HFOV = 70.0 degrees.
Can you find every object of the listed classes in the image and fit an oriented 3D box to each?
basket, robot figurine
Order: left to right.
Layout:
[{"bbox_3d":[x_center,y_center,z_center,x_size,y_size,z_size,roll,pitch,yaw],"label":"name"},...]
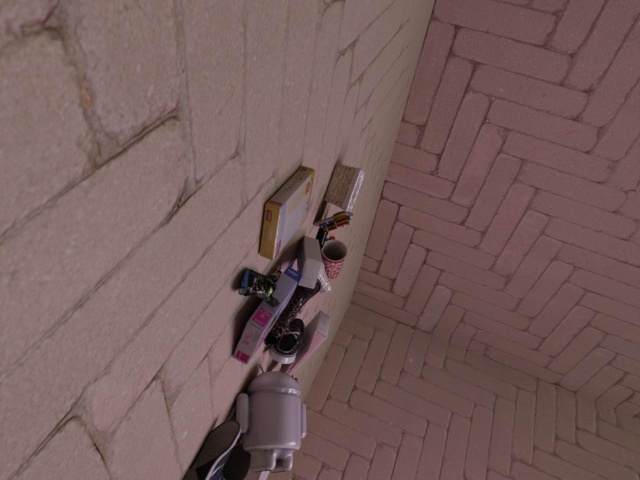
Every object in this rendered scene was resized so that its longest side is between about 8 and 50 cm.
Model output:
[{"bbox_3d":[-0.169,0.620,1.612,0.199,0.300,0.354,-28,-130,37],"label":"robot figurine"},{"bbox_3d":[0.091,-0.204,1.743,0.113,0.103,0.167,-7,117,-77],"label":"basket"}]

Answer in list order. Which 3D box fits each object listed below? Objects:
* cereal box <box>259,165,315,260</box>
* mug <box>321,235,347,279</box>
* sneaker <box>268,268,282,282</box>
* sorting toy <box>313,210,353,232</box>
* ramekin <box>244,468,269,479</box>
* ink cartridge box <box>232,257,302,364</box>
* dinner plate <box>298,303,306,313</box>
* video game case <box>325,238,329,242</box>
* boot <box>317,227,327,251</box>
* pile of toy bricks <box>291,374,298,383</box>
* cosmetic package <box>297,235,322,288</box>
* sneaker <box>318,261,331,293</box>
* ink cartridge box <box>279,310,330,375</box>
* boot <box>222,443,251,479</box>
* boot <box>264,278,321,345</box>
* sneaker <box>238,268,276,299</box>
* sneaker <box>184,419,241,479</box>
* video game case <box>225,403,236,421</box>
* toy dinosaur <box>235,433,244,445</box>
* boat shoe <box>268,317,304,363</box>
[{"bbox_3d":[-0.089,-0.079,1.255,0.240,0.047,0.173,-54,162,-51],"label":"cereal box"},{"bbox_3d":[0.058,0.077,2.011,0.169,0.113,0.150,101,16,-53],"label":"mug"},{"bbox_3d":[-0.140,0.117,1.409,0.083,0.031,0.035,-36,146,-71],"label":"sneaker"},{"bbox_3d":[0.056,-0.067,1.755,0.274,0.132,0.046,-7,79,-78],"label":"sorting toy"},{"bbox_3d":[-0.273,0.931,1.997,0.277,0.135,0.277,22,90,-79],"label":"ramekin"},{"bbox_3d":[-0.147,0.207,1.386,0.186,0.065,0.311,-62,178,41],"label":"ink cartridge box"},{"bbox_3d":[-0.072,0.260,2.037,0.141,0.017,0.141,22,90,-79],"label":"dinner plate"},{"bbox_3d":[0.002,0.057,2.029,0.166,0.015,0.119,-27,136,-74],"label":"video game case"},{"bbox_3d":[0.000,0.000,1.838,0.121,0.045,0.099,-35,147,-83],"label":"boot"},{"bbox_3d":[-0.164,0.669,2.176,0.212,0.118,0.105,82,-3,-51],"label":"pile of toy bricks"},{"bbox_3d":[-0.038,0.068,1.542,0.239,0.060,0.099,-100,-155,-72],"label":"cosmetic package"},{"bbox_3d":[0.005,0.159,1.923,0.090,0.115,0.232,-41,161,-12],"label":"sneaker"},{"bbox_3d":[-0.077,0.477,1.935,0.296,0.066,0.261,-52,-170,29],"label":"ink cartridge box"},{"bbox_3d":[-0.331,0.846,1.677,0.305,0.112,0.115,-62,178,16],"label":"boot"},{"bbox_3d":[-0.103,0.252,1.614,0.229,0.091,0.263,-57,180,-41],"label":"boot"},{"bbox_3d":[-0.159,0.117,1.197,0.188,0.078,0.067,24,87,-78],"label":"sneaker"},{"bbox_3d":[-0.316,0.679,1.414,0.226,0.086,0.163,-51,151,-30],"label":"sneaker"},{"bbox_3d":[-0.311,0.634,1.594,0.122,0.011,0.087,100,16,-44],"label":"video game case"},{"bbox_3d":[-0.251,0.726,1.773,0.314,0.121,0.160,-70,156,-15],"label":"toy dinosaur"},{"bbox_3d":[-0.121,0.388,1.812,0.301,0.108,0.102,-34,144,-75],"label":"boat shoe"}]
